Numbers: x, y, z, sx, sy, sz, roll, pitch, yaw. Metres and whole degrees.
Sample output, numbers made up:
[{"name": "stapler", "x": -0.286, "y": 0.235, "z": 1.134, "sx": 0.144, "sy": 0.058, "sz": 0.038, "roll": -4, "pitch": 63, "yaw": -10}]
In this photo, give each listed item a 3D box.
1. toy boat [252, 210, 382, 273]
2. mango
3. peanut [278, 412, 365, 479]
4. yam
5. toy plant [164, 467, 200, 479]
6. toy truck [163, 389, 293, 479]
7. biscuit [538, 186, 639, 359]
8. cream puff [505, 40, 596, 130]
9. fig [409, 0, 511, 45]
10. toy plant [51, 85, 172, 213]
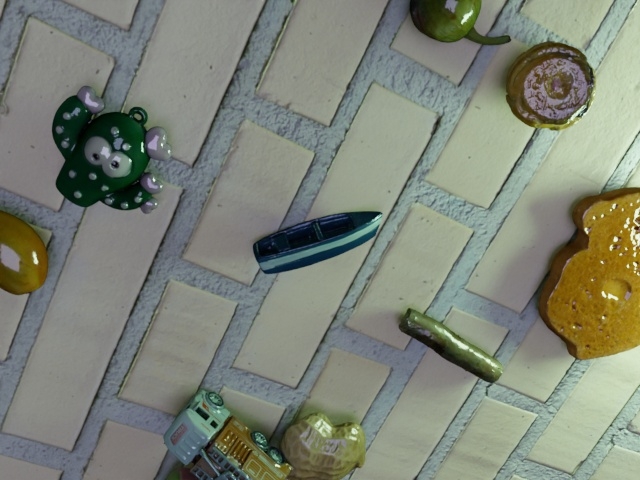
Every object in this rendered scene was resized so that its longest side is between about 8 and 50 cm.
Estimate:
[{"name": "toy boat", "x": 0.000, "y": 0.000, "z": 1.274, "sx": 0.298, "sy": 0.096, "sz": 0.062, "roll": -17, "pitch": 122, "yaw": -3}, {"name": "mango", "x": -0.667, "y": 0.002, "z": 1.180, "sx": 0.138, "sy": 0.113, "sz": 0.253, "roll": -40, "pitch": 103, "yaw": 12}, {"name": "peanut", "x": 0.010, "y": 0.535, "z": 1.459, "sx": 0.232, "sy": 0.110, "sz": 0.197, "roll": 14, "pitch": 108, "yaw": -10}, {"name": "yam", "x": 0.328, "y": 0.264, "z": 1.423, "sx": 0.317, "sy": 0.067, "sz": 0.071, "roll": 32, "pitch": 75, "yaw": -16}, {"name": "toy plant", "x": -0.255, "y": 0.735, "z": 1.431, "sx": 0.356, "sy": 0.210, "sz": 0.317, "roll": 34, "pitch": 66, "yaw": -26}, {"name": "toy truck", "x": -0.227, "y": 0.511, "z": 1.355, "sx": 0.305, "sy": 0.162, "sz": 0.136, "roll": 41, "pitch": 101, "yaw": 4}, {"name": "biscuit", "x": 0.725, "y": 0.092, "z": 1.408, "sx": 0.349, "sy": 0.078, "sz": 0.456, "roll": 14, "pitch": 107, "yaw": -9}, {"name": "cream puff", "x": 0.480, "y": -0.322, "z": 1.197, "sx": 0.188, "sy": 0.129, "sz": 0.189, "roll": 1, "pitch": 108, "yaw": 2}, {"name": "fig", "x": 0.290, "y": -0.446, "z": 1.151, "sx": 0.245, "sy": 0.149, "sz": 0.149, "roll": 25, "pitch": 106, "yaw": -35}, {"name": "toy plant", "x": -0.422, "y": -0.171, "z": 1.147, "sx": 0.232, "sy": 0.113, "sz": 0.244, "roll": 16, "pitch": 113, "yaw": -11}]
